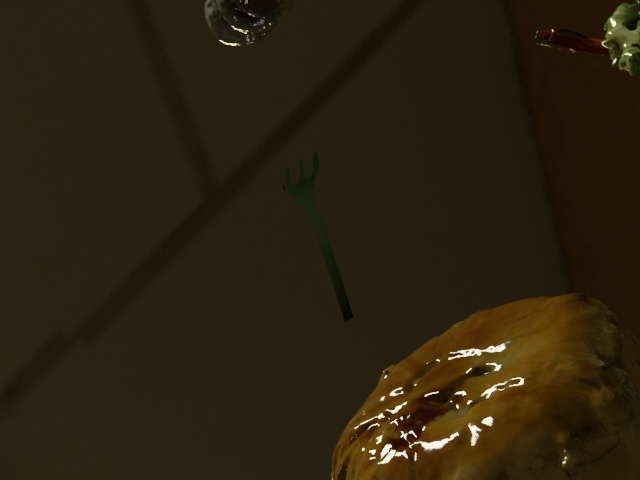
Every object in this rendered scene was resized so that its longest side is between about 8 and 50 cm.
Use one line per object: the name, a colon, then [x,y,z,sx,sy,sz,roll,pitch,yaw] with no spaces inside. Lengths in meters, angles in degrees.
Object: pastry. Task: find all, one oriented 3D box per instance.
pastry: [0.208,0.235,1.872,0.409,0.409,0.245,-43,-69,-31]

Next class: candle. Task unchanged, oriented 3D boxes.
candle: [0.323,-0.217,1.973,0.021,0.167,0.026,-51,-35,-40]

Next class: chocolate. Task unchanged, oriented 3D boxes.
chocolate: [-0.067,-0.222,1.619,0.072,0.167,0.072,1,-96,-11]

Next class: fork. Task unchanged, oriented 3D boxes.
fork: [-0.001,-0.001,1.632,0.039,0.021,0.235,-28,-41,-10]

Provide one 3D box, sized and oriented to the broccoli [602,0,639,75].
broccoli: [0.418,-0.242,1.794,0.243,0.263,0.247,-54,-35,-57]
